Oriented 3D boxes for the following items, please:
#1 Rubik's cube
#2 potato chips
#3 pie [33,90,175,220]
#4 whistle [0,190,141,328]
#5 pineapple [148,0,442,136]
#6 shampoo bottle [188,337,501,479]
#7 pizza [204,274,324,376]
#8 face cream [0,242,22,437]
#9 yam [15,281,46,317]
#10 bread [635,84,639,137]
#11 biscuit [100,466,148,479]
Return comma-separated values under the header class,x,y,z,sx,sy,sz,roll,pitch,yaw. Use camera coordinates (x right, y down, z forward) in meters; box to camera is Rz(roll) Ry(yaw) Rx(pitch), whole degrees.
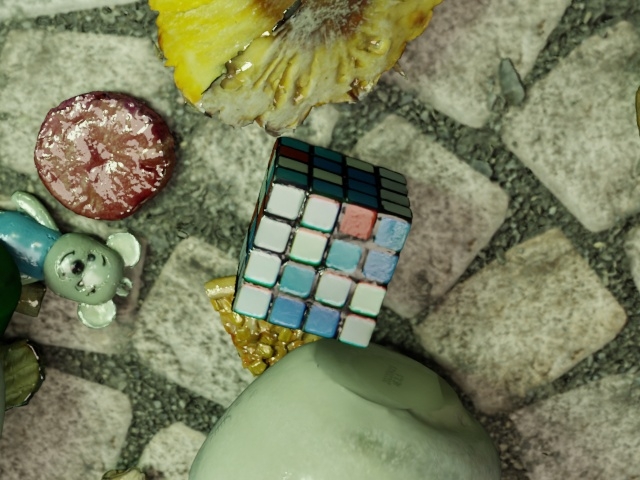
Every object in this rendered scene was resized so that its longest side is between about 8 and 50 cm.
class,x,y,z,sx,sy,sz,roll,pitch,yaw
Rubik's cube,0.000,0.000,1.326,0.151,0.154,0.155,18,111,-5
potato chips,-0.412,0.173,1.469,0.207,0.028,0.092,-20,109,10
pie,-0.233,-0.091,1.362,0.154,0.036,0.154,1,110,1
whistle,-0.317,0.008,1.384,0.235,0.077,0.114,23,88,-3
pineapple,-0.023,-0.286,1.242,0.344,0.286,0.209,-40,149,8
shampoo bottle,0.025,0.279,1.341,0.322,0.322,0.317,30,101,-9
pizza,-0.059,0.101,1.426,0.178,0.041,0.131,30,110,-9
face cream,-0.474,0.151,1.333,0.312,0.219,0.357,37,116,14
yam,-0.356,0.053,1.415,0.094,0.043,0.043,22,109,-9
bread,0.430,-0.125,1.240,0.230,0.230,0.123,-21,128,9
biscuit,-0.200,0.366,1.520,0.061,0.055,0.219,-14,111,24
